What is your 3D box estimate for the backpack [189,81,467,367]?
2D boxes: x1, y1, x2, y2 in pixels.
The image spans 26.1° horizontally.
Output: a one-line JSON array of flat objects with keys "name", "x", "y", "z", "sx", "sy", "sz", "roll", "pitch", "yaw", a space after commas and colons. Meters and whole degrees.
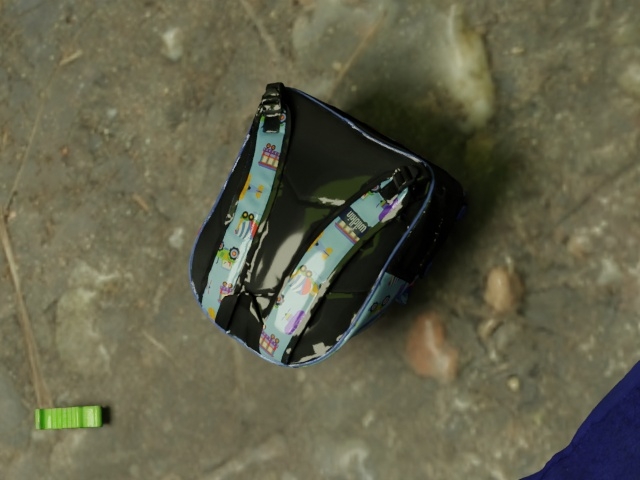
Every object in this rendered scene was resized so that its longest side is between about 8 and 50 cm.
[{"name": "backpack", "x": 0.000, "y": 0.000, "z": 0.971, "sx": 0.158, "sy": 0.117, "sz": 0.173, "roll": 31, "pitch": 97, "yaw": 24}]

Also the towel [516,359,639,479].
[{"name": "towel", "x": 0.216, "y": 0.210, "z": 0.786, "sx": 0.227, "sy": 0.076, "sz": 0.308, "roll": -44, "pitch": 31, "yaw": 11}]

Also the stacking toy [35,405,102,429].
[{"name": "stacking toy", "x": -0.271, "y": 0.223, "z": 1.107, "sx": 0.221, "sy": 0.052, "sz": 0.167, "roll": -8, "pitch": 81, "yaw": 23}]
